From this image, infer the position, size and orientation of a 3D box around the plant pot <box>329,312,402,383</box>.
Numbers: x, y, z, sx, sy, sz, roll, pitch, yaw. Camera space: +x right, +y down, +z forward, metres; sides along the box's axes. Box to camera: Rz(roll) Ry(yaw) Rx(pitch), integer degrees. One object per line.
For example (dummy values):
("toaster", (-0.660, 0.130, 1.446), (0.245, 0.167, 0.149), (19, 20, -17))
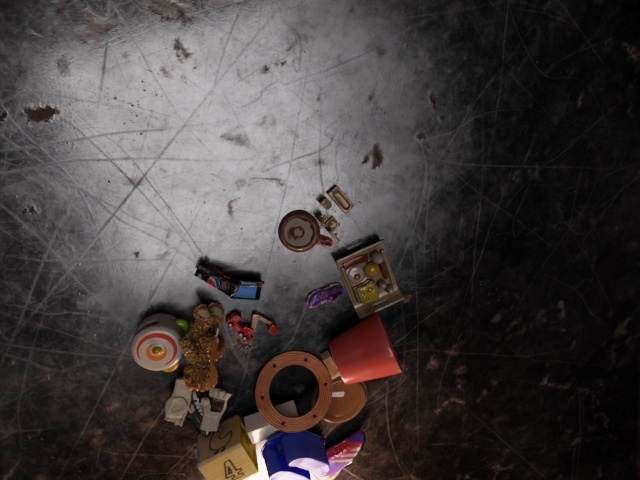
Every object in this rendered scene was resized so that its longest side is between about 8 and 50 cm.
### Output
("plant pot", (0.187, 0.481, 1.800), (0.244, 0.275, 0.274), (-25, 111, 5))

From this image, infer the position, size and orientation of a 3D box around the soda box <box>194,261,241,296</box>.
("soda box", (-0.393, 0.147, 1.603), (0.169, 0.060, 0.053), (29, 103, 9))

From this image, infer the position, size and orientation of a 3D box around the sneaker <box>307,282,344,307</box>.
("sneaker", (0.022, 0.236, 1.770), (0.170, 0.071, 0.068), (-28, 111, -4))

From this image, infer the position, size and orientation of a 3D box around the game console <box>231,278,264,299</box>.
("game console", (-0.295, 0.198, 1.679), (0.122, 0.107, 0.071), (6, 77, -17))

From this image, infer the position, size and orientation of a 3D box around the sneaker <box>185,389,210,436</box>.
("sneaker", (-0.537, 0.739, 1.778), (0.106, 0.078, 0.234), (-15, 106, -7))

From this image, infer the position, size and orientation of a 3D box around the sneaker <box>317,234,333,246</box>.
("sneaker", (0.000, 0.000, 1.701), (0.120, 0.057, 0.047), (14, 104, -17))

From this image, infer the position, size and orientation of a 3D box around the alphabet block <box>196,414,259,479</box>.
("alphabet block", (-0.399, 0.919, 1.806), (0.197, 0.192, 0.193), (-26, 113, -7))

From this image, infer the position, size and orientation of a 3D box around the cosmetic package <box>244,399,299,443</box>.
("cosmetic package", (-0.211, 0.808, 1.862), (0.231, 0.085, 0.117), (-17, 131, -11))

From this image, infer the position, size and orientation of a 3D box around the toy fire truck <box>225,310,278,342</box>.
("toy fire truck", (-0.284, 0.349, 1.738), (0.135, 0.047, 0.192), (-41, 111, 0))

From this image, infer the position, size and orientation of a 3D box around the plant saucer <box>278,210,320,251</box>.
("plant saucer", (-0.085, -0.033, 1.660), (0.169, 0.029, 0.168), (0, 99, -1))

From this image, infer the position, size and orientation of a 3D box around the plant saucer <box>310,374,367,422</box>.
("plant saucer", (0.093, 0.745, 1.962), (0.278, 0.041, 0.277), (-4, 107, -12))

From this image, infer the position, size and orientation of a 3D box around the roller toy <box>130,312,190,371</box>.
("roller toy", (-0.621, 0.394, 1.610), (0.191, 0.146, 0.209), (18, 102, -18))

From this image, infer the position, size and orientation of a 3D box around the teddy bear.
("teddy bear", (-0.460, 0.406, 1.627), (0.113, 0.245, 0.337), (5, 103, 14))

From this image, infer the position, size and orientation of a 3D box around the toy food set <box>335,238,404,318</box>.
("toy food set", (0.217, 0.166, 1.788), (0.220, 0.092, 0.305), (-24, 110, -7))

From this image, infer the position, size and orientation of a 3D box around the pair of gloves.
("pair of gloves", (-0.507, 0.678, 1.710), (0.240, 0.042, 0.204), (21, 96, -15))

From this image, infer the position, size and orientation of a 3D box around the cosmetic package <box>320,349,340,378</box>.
("cosmetic package", (0.044, 0.558, 1.880), (0.041, 0.060, 0.115), (-26, 110, -6))

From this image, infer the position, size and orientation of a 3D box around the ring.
("ring", (-0.114, 0.652, 1.819), (0.337, 0.032, 0.335), (2, 79, -10))

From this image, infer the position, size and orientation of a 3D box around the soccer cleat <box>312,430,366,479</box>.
("soccer cleat", (0.085, 1.030, 2.014), (0.116, 0.108, 0.318), (42, 95, -18))

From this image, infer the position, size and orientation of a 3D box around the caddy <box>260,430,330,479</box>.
("caddy", (-0.114, 0.974, 1.898), (0.241, 0.179, 0.341), (-37, 130, 9))

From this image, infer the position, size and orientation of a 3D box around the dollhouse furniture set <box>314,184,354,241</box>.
("dollhouse furniture set", (0.065, -0.109, 1.648), (0.151, 0.123, 0.144), (-43, 112, 1))
